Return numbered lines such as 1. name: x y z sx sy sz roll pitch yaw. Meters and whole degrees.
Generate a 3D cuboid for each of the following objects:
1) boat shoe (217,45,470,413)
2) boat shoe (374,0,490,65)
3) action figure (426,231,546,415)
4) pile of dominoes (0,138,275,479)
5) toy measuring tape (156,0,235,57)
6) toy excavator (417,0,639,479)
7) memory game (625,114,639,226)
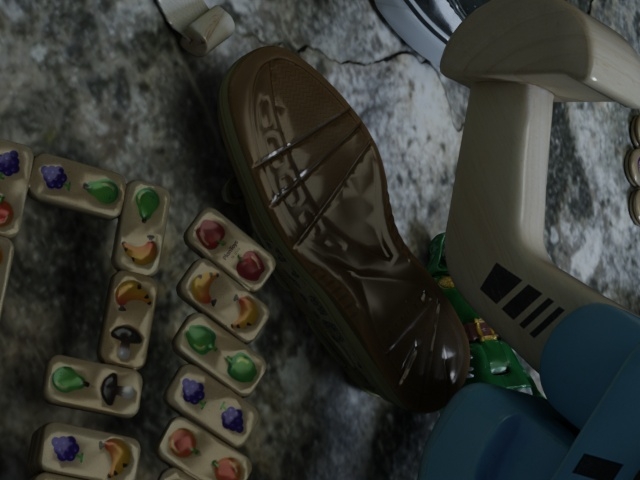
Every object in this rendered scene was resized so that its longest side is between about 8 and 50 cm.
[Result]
1. boat shoe: 0.000 0.000 1.190 0.104 0.089 0.285 -38 110 -30
2. boat shoe: 0.079 -0.266 1.302 0.113 0.105 0.306 -50 121 -42
3. action figure: 0.126 0.098 1.295 0.137 0.063 0.232 -5 63 -32
4. pile of dominoes: -0.118 0.076 0.992 0.196 0.040 0.251 15 70 -21
5. toy measuring tape: -0.106 -0.274 1.075 0.121 0.121 0.330 -46 118 -44
6. toy excavator: 0.170 0.098 1.125 0.222 0.445 0.433 18 105 -50
7. memory game: 0.345 -0.051 1.660 0.186 0.012 0.186 11 75 -49
